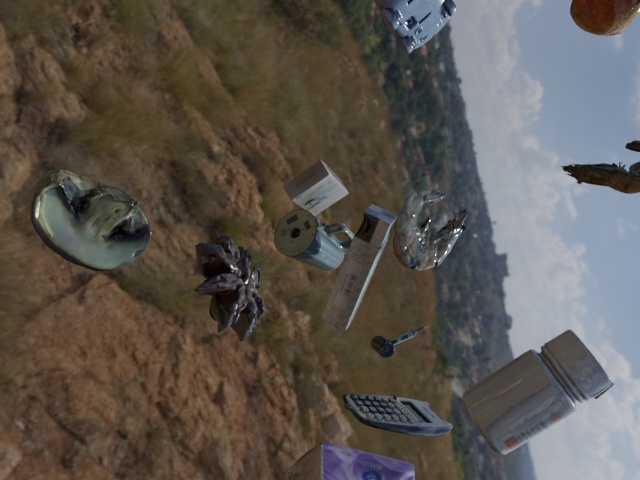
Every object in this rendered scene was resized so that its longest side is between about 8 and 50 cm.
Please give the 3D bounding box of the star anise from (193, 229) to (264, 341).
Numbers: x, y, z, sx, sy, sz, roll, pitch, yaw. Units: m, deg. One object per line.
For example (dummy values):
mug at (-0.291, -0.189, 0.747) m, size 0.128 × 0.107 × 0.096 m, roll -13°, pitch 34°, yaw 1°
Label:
star anise at (-0.246, 0.119, 1.691) m, size 0.331 × 0.118 × 0.331 m, roll 57°, pitch 19°, yaw -33°

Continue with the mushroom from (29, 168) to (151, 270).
mushroom at (-0.544, -0.052, 1.417) m, size 0.189 × 0.267 × 0.164 m, roll -66°, pitch -151°, yaw 13°

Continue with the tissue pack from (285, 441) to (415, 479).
tissue pack at (0.086, 0.751, 1.825) m, size 0.338 × 0.242 × 0.160 m, roll 19°, pitch 40°, yaw -20°

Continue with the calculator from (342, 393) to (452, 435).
calculator at (0.180, 0.425, 1.486) m, size 0.177 × 0.268 × 0.040 m, roll -149°, pitch -105°, yaw -70°

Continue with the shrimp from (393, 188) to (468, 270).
shrimp at (0.340, -0.046, 1.827) m, size 0.360 × 0.085 × 0.246 m, roll -26°, pitch 111°, yaw -37°

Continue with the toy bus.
toy bus at (0.256, -0.739, 1.826) m, size 0.231 × 0.197 × 0.294 m, roll 57°, pitch 15°, yaw 27°

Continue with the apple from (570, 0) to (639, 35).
apple at (0.541, -0.450, 1.118) m, size 0.146 × 0.146 × 0.146 m, roll -12°, pitch 90°, yaw -75°

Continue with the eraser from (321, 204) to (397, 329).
eraser at (0.119, 0.089, 1.893) m, size 0.098 × 0.096 × 0.404 m, roll -41°, pitch 155°, yaw -61°

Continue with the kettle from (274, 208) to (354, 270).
kettle at (0.000, 0.000, 1.987) m, size 0.243 × 0.211 × 0.160 m, roll 32°, pitch 34°, yaw -54°

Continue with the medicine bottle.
medicine bottle at (0.411, 0.288, 1.155) m, size 0.144 × 0.252 × 0.144 m, roll 48°, pitch 13°, yaw -14°

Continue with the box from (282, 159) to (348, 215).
box at (-0.011, -0.165, 1.960) m, size 0.067 × 0.149 × 0.233 m, roll 57°, pitch 9°, yaw 19°

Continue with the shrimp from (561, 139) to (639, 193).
shrimp at (0.840, -0.221, 1.726) m, size 0.058 × 0.169 × 0.296 m, roll 41°, pitch -9°, yaw -37°

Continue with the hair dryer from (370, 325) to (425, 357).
hair dryer at (0.273, 0.331, 2.039) m, size 0.057 × 0.198 × 0.100 m, roll 69°, pitch -13°, yaw -10°
